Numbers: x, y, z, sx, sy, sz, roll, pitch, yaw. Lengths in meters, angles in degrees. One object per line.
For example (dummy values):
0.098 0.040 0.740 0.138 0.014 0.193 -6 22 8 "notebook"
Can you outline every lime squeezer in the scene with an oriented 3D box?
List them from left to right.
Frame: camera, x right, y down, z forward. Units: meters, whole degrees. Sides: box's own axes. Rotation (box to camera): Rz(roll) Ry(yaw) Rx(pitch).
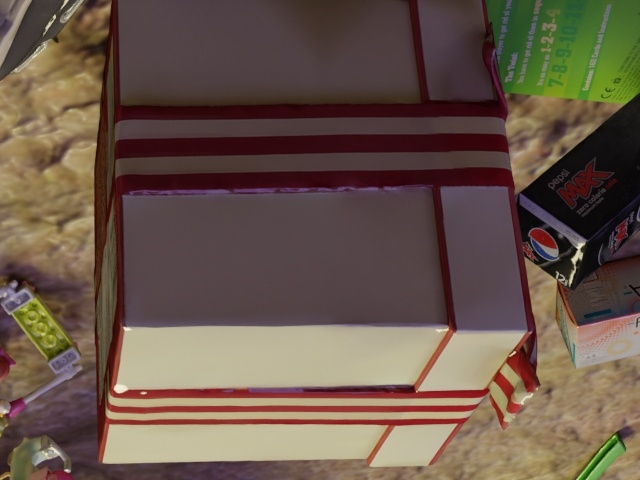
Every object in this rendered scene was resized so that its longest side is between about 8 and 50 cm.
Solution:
0.174 0.294 1.517 0.310 0.058 0.110 -26 140 14 "lime squeezer"

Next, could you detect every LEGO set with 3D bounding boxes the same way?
-0.257 0.070 1.078 0.107 0.132 0.287 -32 132 6 "LEGO set"

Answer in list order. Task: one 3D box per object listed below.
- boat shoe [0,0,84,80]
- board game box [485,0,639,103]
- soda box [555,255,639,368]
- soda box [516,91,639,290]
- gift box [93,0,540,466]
-0.161 -0.166 0.890 0.206 0.075 0.065 -48 174 26 "boat shoe"
0.135 -0.148 1.001 0.260 0.039 0.124 1 140 -22 "board game box"
0.287 0.048 1.261 0.183 0.058 0.063 -12 140 -2 "soda box"
0.199 -0.042 1.013 0.169 0.060 0.053 -39 153 -30 "soda box"
0.000 0.000 0.921 0.258 0.255 0.276 1 158 -13 "gift box"
